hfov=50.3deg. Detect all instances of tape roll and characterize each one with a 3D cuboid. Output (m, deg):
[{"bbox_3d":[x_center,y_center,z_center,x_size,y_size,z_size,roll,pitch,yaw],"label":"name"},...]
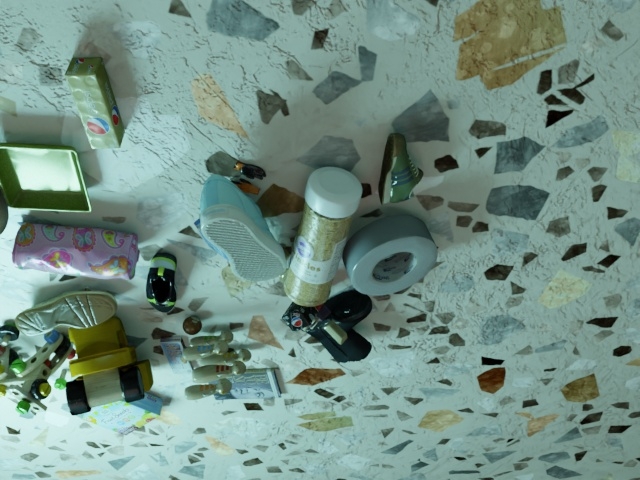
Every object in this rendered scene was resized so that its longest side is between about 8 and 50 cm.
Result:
[{"bbox_3d":[0.166,0.038,1.625,0.219,0.072,0.219,-14,142,-11],"label":"tape roll"}]

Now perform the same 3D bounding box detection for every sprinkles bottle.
[{"bbox_3d":[0.000,0.000,1.574,0.121,0.121,0.355,7,134,-8],"label":"sprinkles bottle"}]

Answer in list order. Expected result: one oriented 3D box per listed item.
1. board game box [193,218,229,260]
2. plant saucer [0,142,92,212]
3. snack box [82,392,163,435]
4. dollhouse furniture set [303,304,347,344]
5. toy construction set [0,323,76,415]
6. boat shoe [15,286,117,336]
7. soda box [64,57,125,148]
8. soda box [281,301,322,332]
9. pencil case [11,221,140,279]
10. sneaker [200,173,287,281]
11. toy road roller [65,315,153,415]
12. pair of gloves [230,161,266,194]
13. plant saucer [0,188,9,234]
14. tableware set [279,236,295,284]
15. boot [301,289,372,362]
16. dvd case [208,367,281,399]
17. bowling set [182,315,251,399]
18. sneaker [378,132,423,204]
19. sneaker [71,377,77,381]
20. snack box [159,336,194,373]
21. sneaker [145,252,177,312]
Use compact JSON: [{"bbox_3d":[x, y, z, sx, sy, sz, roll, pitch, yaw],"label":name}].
[{"bbox_3d":[-0.253,-0.001,1.622,0.020,0.090,0.090,-45,138,-18],"label":"board game box"},{"bbox_3d":[-0.603,-0.145,1.486,0.188,0.045,0.188,2,138,-3],"label":"plant saucer"},{"bbox_3d":[-0.655,0.558,2.257,0.207,0.070,0.174,-34,129,31],"label":"snack box"},{"bbox_3d":[0.001,0.243,1.777,0.114,0.091,0.081,44,142,6],"label":"dollhouse furniture set"},{"bbox_3d":[-0.849,0.418,1.974,0.257,0.237,0.309,1,139,-1],"label":"toy construction set"},{"bbox_3d":[-0.676,0.181,1.835,0.285,0.089,0.104,-10,111,8],"label":"boat shoe"},{"bbox_3d":[-0.440,-0.267,1.340,0.061,0.058,0.181,-1,139,2],"label":"soda box"},{"bbox_3d":[-0.034,0.161,1.733,0.060,0.169,0.053,-29,104,29],"label":"soda box"},{"bbox_3d":[-0.582,0.025,1.629,0.284,0.124,0.124,5,138,-4],"label":"pencil case"},{"bbox_3d":[-0.166,-0.028,1.556,0.135,0.150,0.366,-11,152,7],"label":"sneaker"},{"bbox_3d":[-0.607,0.344,1.944,0.202,0.240,0.329,-12,175,-9],"label":"toy road roller"},{"bbox_3d":[-0.164,-0.138,1.519,0.074,0.010,0.083,16,133,-15],"label":"pair of gloves"},{"bbox_3d":[-0.851,-0.094,1.504,0.310,0.050,0.310,6,131,7],"label":"plant saucer"},{"bbox_3d":[-0.056,0.052,1.723,0.141,0.020,0.168,-18,132,15],"label":"tableware set"},{"bbox_3d":[0.085,0.243,1.879,0.246,0.094,0.207,-22,130,32],"label":"boot"},{"bbox_3d":[-0.245,0.464,2.188,0.221,0.018,0.164,-4,138,4],"label":"dvd case"},{"bbox_3d":[-0.296,0.304,1.899,0.154,0.287,0.200,-11,104,3],"label":"bowling set"},{"bbox_3d":[0.180,-0.154,1.466,0.086,0.064,0.192,-3,139,-8],"label":"sneaker"},{"bbox_3d":[-0.723,0.406,2.093,0.054,0.061,0.152,27,130,-25],"label":"sneaker"},{"bbox_3d":[-0.431,0.348,2.055,0.064,0.022,0.178,-2,138,4],"label":"snack box"},{"bbox_3d":[-0.416,0.130,1.754,0.084,0.097,0.234,6,138,-6],"label":"sneaker"}]
